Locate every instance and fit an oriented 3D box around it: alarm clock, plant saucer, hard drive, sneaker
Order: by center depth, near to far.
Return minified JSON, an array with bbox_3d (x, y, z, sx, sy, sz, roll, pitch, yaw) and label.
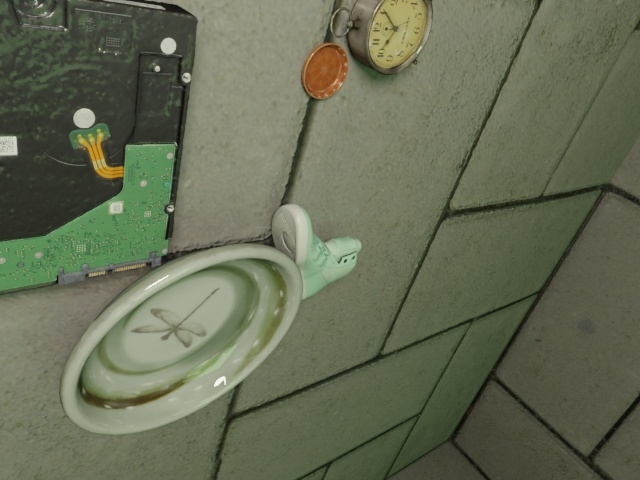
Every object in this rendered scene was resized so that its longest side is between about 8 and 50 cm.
[{"bbox_3d":[-0.278,-0.102,0.566,0.237,0.064,0.339,-11,130,-38],"label":"hard drive"},{"bbox_3d":[0.086,-0.315,0.728,0.192,0.064,0.129,-16,133,-38],"label":"alarm clock"},{"bbox_3d":[0.006,-0.255,0.747,0.083,0.013,0.083,-27,140,-25],"label":"plant saucer"},{"bbox_3d":[-0.215,0.140,0.800,0.400,0.100,0.400,-30,147,-21],"label":"plant saucer"},{"bbox_3d":[0.000,0.000,0.905,0.151,0.094,0.256,-27,149,-16],"label":"sneaker"}]
